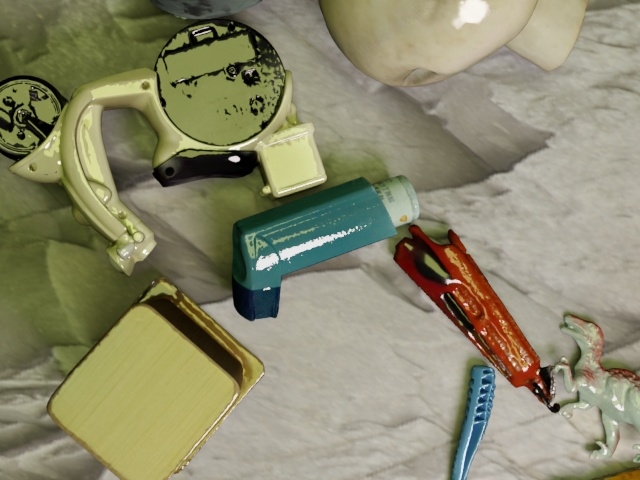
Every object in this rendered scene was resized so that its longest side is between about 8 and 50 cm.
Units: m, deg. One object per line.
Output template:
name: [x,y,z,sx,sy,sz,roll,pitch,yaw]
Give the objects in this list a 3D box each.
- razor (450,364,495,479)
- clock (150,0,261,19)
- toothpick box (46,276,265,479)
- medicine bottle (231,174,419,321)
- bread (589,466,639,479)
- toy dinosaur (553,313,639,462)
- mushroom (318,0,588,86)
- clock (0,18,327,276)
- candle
razor: [0.186,0.284,1.295,0.082,0.042,0.253,16,82,-43]
clock: [-0.127,-0.432,1.256,0.325,0.067,0.325,-8,72,27]
toothpick box: [-0.186,0.163,1.160,0.190,0.308,0.187,43,85,0]
medicine bottle: [0.000,0.000,1.282,0.258,0.079,0.124,-22,118,-12]
bread: [0.369,0.365,1.291,0.154,0.054,0.136,-12,89,0]
toy dinosaur: [0.405,0.210,1.301,0.242,0.053,0.167,19,78,8]
mushroom: [0.171,-0.350,1.206,0.353,0.325,0.353,4,58,-7]
clock: [-0.202,-0.117,1.271,0.379,0.120,0.276,-21,90,-7]
candle: [0.205,0.102,1.303,0.084,0.059,0.301,-38,86,7]
